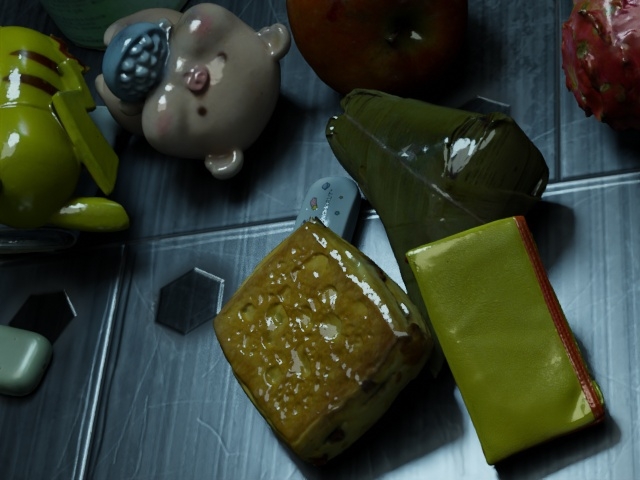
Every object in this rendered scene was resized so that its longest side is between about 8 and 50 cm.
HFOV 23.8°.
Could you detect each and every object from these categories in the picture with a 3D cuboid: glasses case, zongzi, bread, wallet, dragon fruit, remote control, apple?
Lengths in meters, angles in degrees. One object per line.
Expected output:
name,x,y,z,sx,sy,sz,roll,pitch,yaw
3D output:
glasses case,0.000,0.000,1.826,0.067,0.045,0.179,3,59,24
zongzi,0.090,-0.017,1.759,0.273,0.145,0.300,18,82,42
bread,0.004,0.109,1.691,0.210,0.099,0.235,-48,54,12
wallet,-0.359,-0.083,2.034,0.170,0.069,0.231,2,51,20
dragon fruit,0.404,-0.225,1.719,0.268,0.210,0.205,-10,93,20
wallet,0.196,0.102,1.605,0.141,0.067,0.241,-21,80,3
remote control,-0.483,0.129,1.934,0.309,0.038,0.090,9,60,22
apple,0.068,-0.288,1.905,0.230,0.230,0.230,-12,52,16

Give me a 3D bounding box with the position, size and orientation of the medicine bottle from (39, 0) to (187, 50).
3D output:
medicine bottle,-0.351,-0.477,2.091,0.235,0.406,0.236,-12,53,16

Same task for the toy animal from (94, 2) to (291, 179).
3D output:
toy animal,-0.176,-0.203,1.971,0.221,0.229,0.210,-158,85,-76

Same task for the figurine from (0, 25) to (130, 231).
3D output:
figurine,-0.364,-0.129,1.929,0.169,0.218,0.327,-36,47,37
